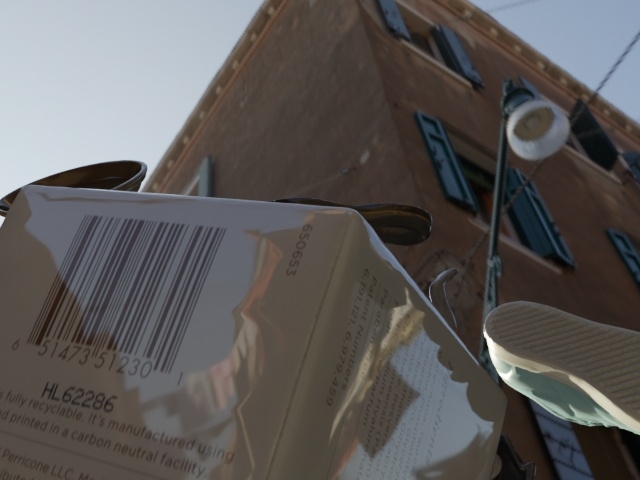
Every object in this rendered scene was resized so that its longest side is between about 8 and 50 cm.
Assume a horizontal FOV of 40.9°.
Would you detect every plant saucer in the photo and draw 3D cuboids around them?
[{"bbox_3d":[-0.445,-0.084,1.554,0.277,0.278,0.041,-12,-69,3],"label":"plant saucer"}]

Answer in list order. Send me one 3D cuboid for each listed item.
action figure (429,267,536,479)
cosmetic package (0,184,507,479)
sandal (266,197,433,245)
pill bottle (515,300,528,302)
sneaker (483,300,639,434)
[{"bbox_3d":[0.058,0.230,0.996,0.341,0.330,0.178,-17,-16,14],"label":"action figure"},{"bbox_3d":[-0.075,0.193,0.721,0.329,0.328,0.394,4,-25,31],"label":"cosmetic package"},{"bbox_3d":[0.000,0.000,0.814,0.219,0.060,0.090,3,-15,-13],"label":"sandal"},{"bbox_3d":[0.469,0.218,1.804,0.108,0.193,0.108,-18,-54,-27],"label":"pill bottle"},{"bbox_3d":[0.406,0.209,1.222,0.135,0.365,0.150,-43,-43,-23],"label":"sneaker"}]
